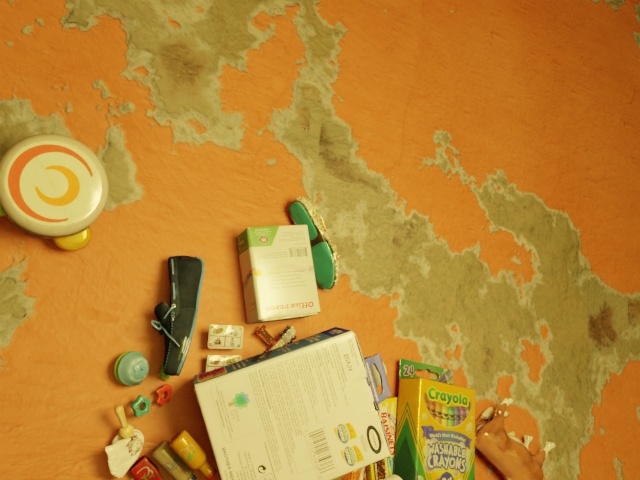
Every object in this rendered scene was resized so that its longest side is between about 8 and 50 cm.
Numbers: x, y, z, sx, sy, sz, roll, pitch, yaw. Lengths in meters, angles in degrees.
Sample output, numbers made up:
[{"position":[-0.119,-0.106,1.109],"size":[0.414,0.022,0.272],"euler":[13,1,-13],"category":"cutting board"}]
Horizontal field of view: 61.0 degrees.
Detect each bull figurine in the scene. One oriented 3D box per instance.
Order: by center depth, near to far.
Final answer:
[{"position":[0.522,0.575,1.448],"size":[0.310,0.101,0.188],"euler":[49,56,-10],"category":"bull figurine"}]

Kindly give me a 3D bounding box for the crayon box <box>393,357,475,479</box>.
[{"position":[0.286,0.466,1.342],"size":[0.203,0.083,0.323],"euler":[19,66,-31],"category":"crayon box"}]

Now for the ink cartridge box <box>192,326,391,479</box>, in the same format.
[{"position":[-0.031,0.346,1.113],"size":[0.395,0.151,0.270],"euler":[-16,89,-13],"category":"ink cartridge box"}]

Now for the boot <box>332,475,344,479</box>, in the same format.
[{"position":[0.003,0.602,1.171],"size":[0.213,0.077,0.165],"euler":[-36,93,-26],"category":"boot"}]

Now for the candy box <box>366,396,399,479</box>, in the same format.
[{"position":[0.154,0.488,1.314],"size":[0.105,0.027,0.206],"euler":[4,74,-31],"category":"candy box"}]

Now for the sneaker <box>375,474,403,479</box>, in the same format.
[{"position":[0.122,0.644,1.206],"size":[0.115,0.090,0.232],"euler":[11,75,-30],"category":"sneaker"}]

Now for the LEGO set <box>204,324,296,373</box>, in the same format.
[{"position":[-0.142,0.281,1.217],"size":[0.244,0.060,0.183],"euler":[6,85,-25],"category":"LEGO set"}]

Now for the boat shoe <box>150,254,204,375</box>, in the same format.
[{"position":[-0.306,0.154,1.133],"size":[0.088,0.109,0.258],"euler":[13,53,-17],"category":"boat shoe"}]

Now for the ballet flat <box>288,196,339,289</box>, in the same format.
[{"position":[0.000,0.000,1.342],"size":[0.077,0.091,0.241],"euler":[-21,90,-53],"category":"ballet flat"}]

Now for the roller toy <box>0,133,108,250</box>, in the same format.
[{"position":[-0.515,-0.098,1.050],"size":[0.209,0.146,0.191],"euler":[31,72,-24],"category":"roller toy"}]

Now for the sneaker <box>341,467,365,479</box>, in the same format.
[{"position":[0.070,0.543,1.243],"size":[0.067,0.064,0.175],"euler":[7,76,12],"category":"sneaker"}]

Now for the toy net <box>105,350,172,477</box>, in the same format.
[{"position":[-0.364,0.341,1.071],"size":[0.122,0.045,0.232],"euler":[30,63,-48],"category":"toy net"}]

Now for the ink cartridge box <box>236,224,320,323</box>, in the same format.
[{"position":[-0.099,0.079,1.256],"size":[0.154,0.093,0.213],"euler":[-3,76,-28],"category":"ink cartridge box"}]

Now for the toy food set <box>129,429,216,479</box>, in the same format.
[{"position":[-0.315,0.473,1.016],"size":[0.232,0.111,0.104],"euler":[-43,99,-24],"category":"toy food set"}]

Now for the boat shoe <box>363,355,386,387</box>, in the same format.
[{"position":[0.026,0.348,1.250],"size":[0.267,0.088,0.096],"euler":[-34,94,-14],"category":"boat shoe"}]
